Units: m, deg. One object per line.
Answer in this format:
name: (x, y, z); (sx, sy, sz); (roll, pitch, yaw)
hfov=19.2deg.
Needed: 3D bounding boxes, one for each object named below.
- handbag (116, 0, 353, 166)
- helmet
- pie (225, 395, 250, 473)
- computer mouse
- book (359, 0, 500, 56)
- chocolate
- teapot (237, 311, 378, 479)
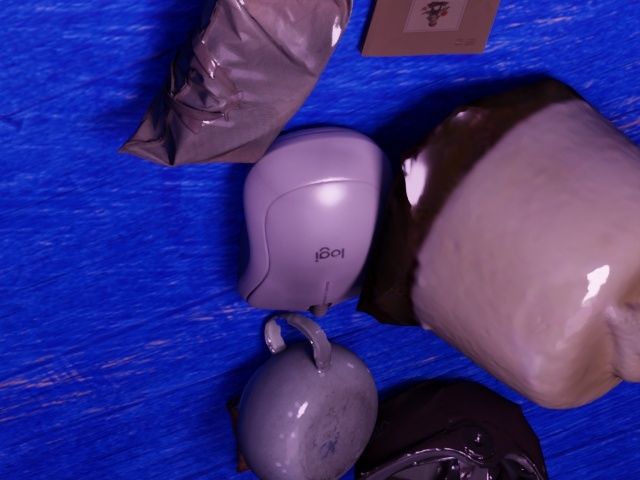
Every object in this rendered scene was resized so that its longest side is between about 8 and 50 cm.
handbag: (-0.085, -0.165, 1.857); (0.182, 0.117, 0.270); (-8, 146, -37)
helmet: (0.157, 0.271, 2.446); (0.305, 0.177, 0.225); (23, 136, -32)
pie: (-0.076, 0.248, 2.443); (0.092, 0.034, 0.170); (-12, 142, -1)
computer mouse: (0.000, 0.000, 2.095); (0.184, 0.121, 0.297); (-8, 141, -14)
book: (0.125, -0.260, 1.897); (0.138, 0.016, 0.199); (-3, 140, -18)
chocolate: (0.256, 0.028, 2.027); (0.326, 0.297, 0.314); (-14, 136, -33)
teapot: (-0.022, 0.211, 2.320); (0.193, 0.129, 0.294); (-32, 132, -36)
